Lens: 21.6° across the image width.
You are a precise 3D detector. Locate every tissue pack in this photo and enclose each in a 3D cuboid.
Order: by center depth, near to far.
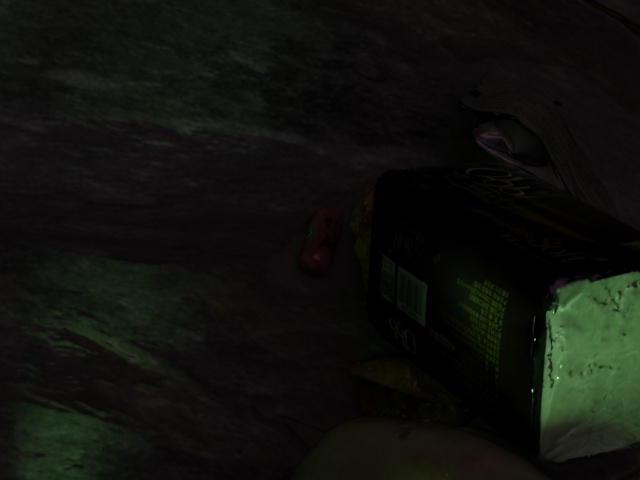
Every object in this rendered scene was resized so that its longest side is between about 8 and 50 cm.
[{"bbox_3d":[0.200,0.062,1.752,0.198,0.370,0.210,-11,114,-23],"label":"tissue pack"}]

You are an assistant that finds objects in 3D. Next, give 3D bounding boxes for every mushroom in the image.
[{"bbox_3d":[0.140,0.303,1.707,0.362,0.362,0.295,34,56,-2],"label":"mushroom"}]

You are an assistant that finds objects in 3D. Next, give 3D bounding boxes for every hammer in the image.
[{"bbox_3d":[0.000,0.000,1.967,0.043,0.043,0.083,22,64,-8],"label":"hammer"}]

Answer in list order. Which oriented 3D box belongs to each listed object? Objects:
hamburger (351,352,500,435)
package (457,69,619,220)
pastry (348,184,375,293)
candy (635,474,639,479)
[{"bbox_3d":[0.175,0.183,1.896,0.262,0.131,0.124,-5,94,-22],"label":"hamburger"},{"bbox_3d":[0.278,-0.104,2.030,0.251,0.062,0.204,46,22,0],"label":"package"},{"bbox_3d":[0.139,-0.013,1.982,0.250,0.102,0.154,-14,84,-26],"label":"pastry"},{"bbox_3d":[0.329,0.321,1.946,0.184,0.049,0.056,-37,112,-34],"label":"candy"}]
